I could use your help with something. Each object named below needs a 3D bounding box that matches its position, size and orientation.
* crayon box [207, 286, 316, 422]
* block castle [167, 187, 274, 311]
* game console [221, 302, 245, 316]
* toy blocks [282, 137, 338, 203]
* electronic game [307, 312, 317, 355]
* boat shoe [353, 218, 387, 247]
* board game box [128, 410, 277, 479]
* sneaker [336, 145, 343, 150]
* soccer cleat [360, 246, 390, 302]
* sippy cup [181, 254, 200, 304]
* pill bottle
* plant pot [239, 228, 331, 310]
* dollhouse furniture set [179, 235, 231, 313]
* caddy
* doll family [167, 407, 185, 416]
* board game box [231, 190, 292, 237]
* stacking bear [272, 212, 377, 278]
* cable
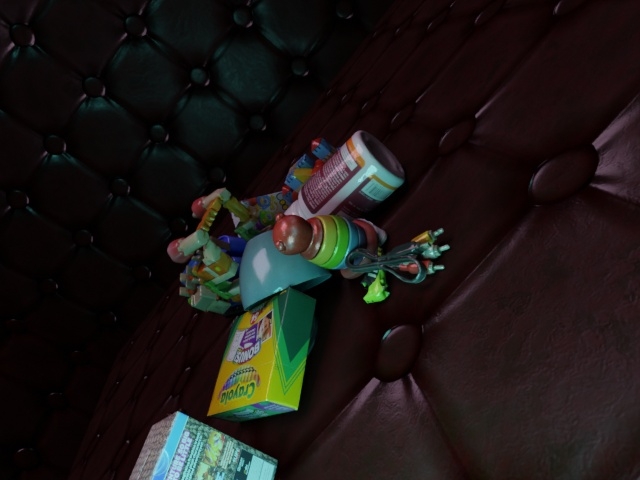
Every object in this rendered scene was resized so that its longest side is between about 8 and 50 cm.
[{"bbox_3d":[-0.174,0.342,1.370,0.363,0.106,0.313,-34,36,47],"label":"crayon box"},{"bbox_3d":[-0.307,0.059,1.743,0.213,0.453,0.303,-26,34,38],"label":"block castle"},{"bbox_3d":[-0.296,0.167,2.093,0.387,0.060,0.341,-23,36,55],"label":"game console"},{"bbox_3d":[-0.011,-0.206,1.778,0.381,0.261,0.190,-38,25,36],"label":"toy blocks"},{"bbox_3d":[-0.086,0.309,1.427,0.229,0.048,0.229,-44,23,24],"label":"electronic game"},{"bbox_3d":[0.145,-0.029,1.440,0.066,0.063,0.184,-50,20,9],"label":"boat shoe"},{"bbox_3d":[-0.273,0.570,1.071,0.141,0.291,0.232,-38,25,37],"label":"board game box"},{"bbox_3d":[0.121,-0.380,2.027,0.209,0.082,0.069,-36,25,36],"label":"sneaker"},{"bbox_3d":[0.143,0.088,1.255,0.072,0.060,0.178,-22,37,26],"label":"soccer cleat"},{"bbox_3d":[-0.584,0.197,2.434,0.240,0.224,0.305,-52,20,5],"label":"sippy cup"},{"bbox_3d":[0.069,-0.152,1.574,0.392,0.224,0.224,-42,23,27],"label":"pill bottle"},{"bbox_3d":[-0.135,0.075,1.485,0.290,0.195,0.290,-22,-10,-4],"label":"plant pot"},{"bbox_3d":[-0.442,0.160,1.898,0.262,0.135,0.259,-45,40,30],"label":"dollhouse furniture set"},{"bbox_3d":[-0.379,0.130,2.037,0.341,0.179,0.241,-43,50,31],"label":"caddy"},{"bbox_3d":[-0.563,0.699,1.809,0.193,0.076,0.111,-11,51,65],"label":"doll family"},{"bbox_3d":[-0.234,-0.122,2.093,0.275,0.142,0.144,-18,-1,-34],"label":"board game box"},{"bbox_3d":[0.000,0.000,1.323,0.164,0.289,0.175,-20,65,55],"label":"stacking bear"},{"bbox_3d":[0.182,0.061,1.178,0.287,0.072,0.139,-20,52,44],"label":"cable"}]
